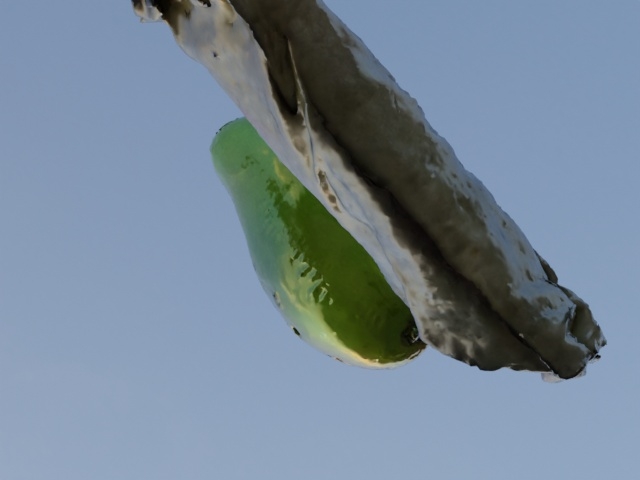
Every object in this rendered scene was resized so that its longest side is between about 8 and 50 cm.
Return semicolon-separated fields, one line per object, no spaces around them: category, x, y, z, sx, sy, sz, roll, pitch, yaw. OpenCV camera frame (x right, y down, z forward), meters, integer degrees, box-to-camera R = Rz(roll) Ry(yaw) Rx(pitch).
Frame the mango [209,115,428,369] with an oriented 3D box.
mango;0.000;0.000;1.088;0.111;0.233;0.125;-14;-38;-45

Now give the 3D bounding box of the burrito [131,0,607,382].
burrito;0.015;-0.021;0.411;0.042;0.051;0.171;-41;-84;-11
